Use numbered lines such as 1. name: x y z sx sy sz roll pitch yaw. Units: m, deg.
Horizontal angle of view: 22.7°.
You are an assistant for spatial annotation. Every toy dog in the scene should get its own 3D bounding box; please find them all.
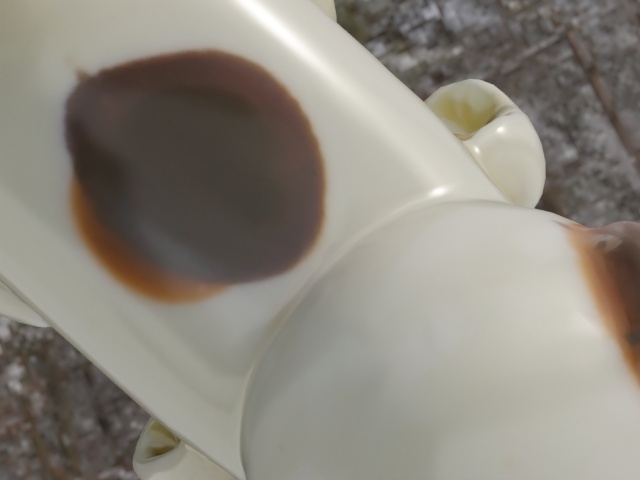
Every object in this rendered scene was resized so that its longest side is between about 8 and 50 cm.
1. toy dog: 0.000 0.000 0.729 0.284 0.408 0.395 -43 -20 -11
